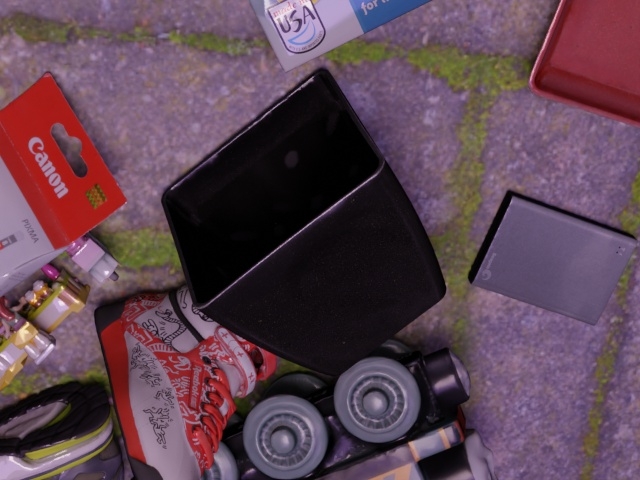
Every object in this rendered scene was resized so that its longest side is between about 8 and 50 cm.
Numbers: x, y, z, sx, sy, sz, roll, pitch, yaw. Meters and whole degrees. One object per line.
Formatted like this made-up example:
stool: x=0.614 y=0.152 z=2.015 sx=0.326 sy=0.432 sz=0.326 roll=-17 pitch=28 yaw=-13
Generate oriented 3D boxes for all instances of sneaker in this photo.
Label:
sneaker: x=-0.100 y=0.127 z=1.088 sx=0.145 sy=0.270 sz=0.090 roll=-16 pitch=127 yaw=-9
sneaker: x=-0.317 y=0.241 z=1.190 sx=0.299 sy=0.111 sz=0.121 roll=-19 pitch=117 yaw=2

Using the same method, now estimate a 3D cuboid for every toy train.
toy train: x=-0.004 y=0.220 z=1.179 sx=0.334 sy=0.142 sz=0.190 roll=-23 pitch=93 yaw=7

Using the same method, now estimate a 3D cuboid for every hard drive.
hard drive: x=0.217 y=0.017 z=1.215 sx=0.135 sy=0.022 sz=0.094 roll=18 pitch=108 yaw=-14

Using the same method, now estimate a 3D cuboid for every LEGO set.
LEGO set: x=-0.304 y=0.089 z=1.115 sx=0.107 sy=0.132 sz=0.287 roll=44 pitch=78 yaw=-15

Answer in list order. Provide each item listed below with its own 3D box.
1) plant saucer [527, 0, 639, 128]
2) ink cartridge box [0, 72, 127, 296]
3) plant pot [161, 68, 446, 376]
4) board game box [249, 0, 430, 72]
plant saucer: x=0.336 y=-0.218 z=1.125 sx=0.259 sy=0.048 sz=0.258 roll=16 pitch=109 yaw=-13
ink cartridge box: x=-0.271 y=-0.038 z=1.074 sx=0.179 sy=0.045 sz=0.145 roll=-36 pitch=73 yaw=9
plant pot: x=0.000 y=0.000 z=1.103 sx=0.188 sy=0.187 sz=0.167 roll=-38 pitch=124 yaw=8
board game box: x=0.008 y=-0.340 z=1.014 sx=0.253 sy=0.079 sz=0.336 roll=-26 pitch=113 yaw=3
